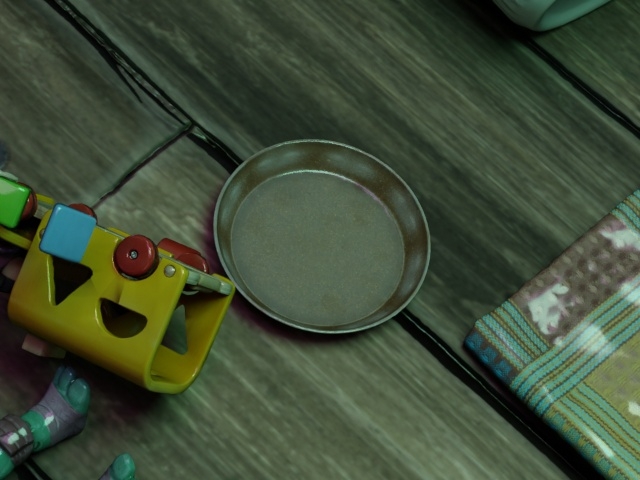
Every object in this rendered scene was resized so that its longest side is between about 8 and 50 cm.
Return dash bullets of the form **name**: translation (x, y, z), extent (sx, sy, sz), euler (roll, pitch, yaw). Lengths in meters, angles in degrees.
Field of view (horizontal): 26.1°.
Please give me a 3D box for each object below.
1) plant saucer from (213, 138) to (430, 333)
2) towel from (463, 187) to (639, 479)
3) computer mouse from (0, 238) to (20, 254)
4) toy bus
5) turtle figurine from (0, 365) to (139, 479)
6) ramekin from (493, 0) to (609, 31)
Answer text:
- **plant saucer**: translation (0.000, 0.000, 1.060), extent (0.168, 0.029, 0.168), euler (5, 61, -9)
- **towel**: translation (0.327, 0.114, 1.013), extent (0.271, 0.040, 0.370), euler (-38, 65, -20)
- **computer mouse**: translation (-0.353, -0.028, 0.980), extent (0.262, 0.060, 0.184), euler (-28, 72, -25)
- **toy bus**: translation (-0.165, 0.032, 0.945), extent (0.191, 0.202, 0.104), euler (23, 89, -24)
- **turtle figurine**: translation (-0.237, 0.168, 0.867), extent (0.234, 0.118, 0.175), euler (-19, 81, -37)
- **ramekin**: translation (0.233, -0.284, 1.141), extent (0.273, 0.273, 0.127), euler (-29, 83, -25)
